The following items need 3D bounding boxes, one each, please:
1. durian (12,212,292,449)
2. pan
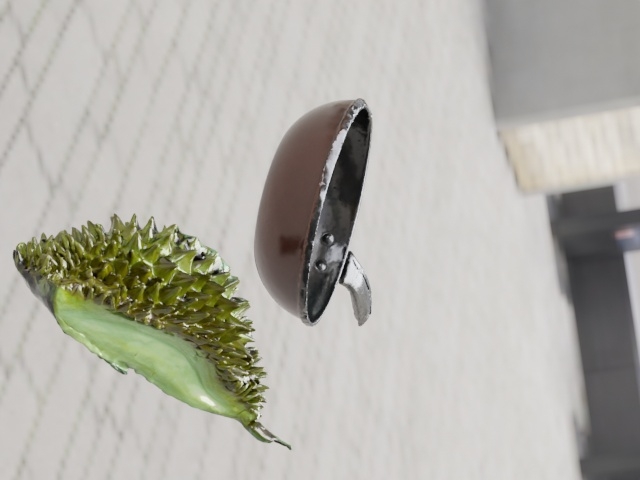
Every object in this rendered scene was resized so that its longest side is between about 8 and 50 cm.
[{"bbox_3d":[-0.098,0.041,1.125,0.221,0.095,0.137,45,1,-39],"label":"durian"},{"bbox_3d":[-0.001,0.000,0.536,0.115,0.023,0.068,76,29,-64],"label":"pan"}]
